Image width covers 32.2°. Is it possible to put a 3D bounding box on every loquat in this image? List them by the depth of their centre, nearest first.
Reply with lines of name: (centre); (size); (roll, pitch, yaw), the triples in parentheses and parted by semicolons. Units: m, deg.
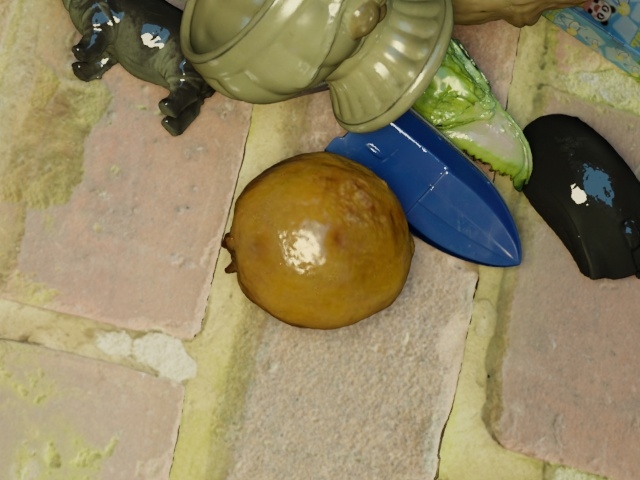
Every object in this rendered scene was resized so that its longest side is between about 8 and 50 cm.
loquat: (0.000, 0.000, 1.369); (0.238, 0.193, 0.238); (1, 83, -9)

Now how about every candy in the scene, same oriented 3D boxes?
candy: (0.416, -0.323, 1.597); (0.194, 0.062, 0.097); (34, 72, -1)

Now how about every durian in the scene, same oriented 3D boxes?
durian: (0.150, -0.209, 1.495); (0.375, 0.132, 0.106); (50, 47, 3)

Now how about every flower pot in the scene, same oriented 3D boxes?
flower pot: (0.008, -0.276, 1.320); (0.244, 0.307, 0.307); (28, 71, -31)

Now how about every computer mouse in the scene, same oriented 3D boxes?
computer mouse: (0.373, -0.062, 1.516); (0.147, 0.088, 0.264); (-35, 88, -14)

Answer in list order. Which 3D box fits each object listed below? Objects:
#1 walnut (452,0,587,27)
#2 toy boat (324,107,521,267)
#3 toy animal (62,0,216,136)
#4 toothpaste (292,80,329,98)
walnut: (0.240, -0.463, 1.460); (0.381, 0.381, 0.381); (3, 76, -10)
toy boat: (0.151, -0.064, 1.464); (0.295, 0.088, 0.129); (40, 113, -2)
toy animal: (-0.268, -0.293, 1.436); (0.168, 0.106, 0.343); (-42, 84, -16)
toothpaste: (-0.034, -0.333, 1.509); (0.068, 0.099, 0.282); (-2, 78, -47)
